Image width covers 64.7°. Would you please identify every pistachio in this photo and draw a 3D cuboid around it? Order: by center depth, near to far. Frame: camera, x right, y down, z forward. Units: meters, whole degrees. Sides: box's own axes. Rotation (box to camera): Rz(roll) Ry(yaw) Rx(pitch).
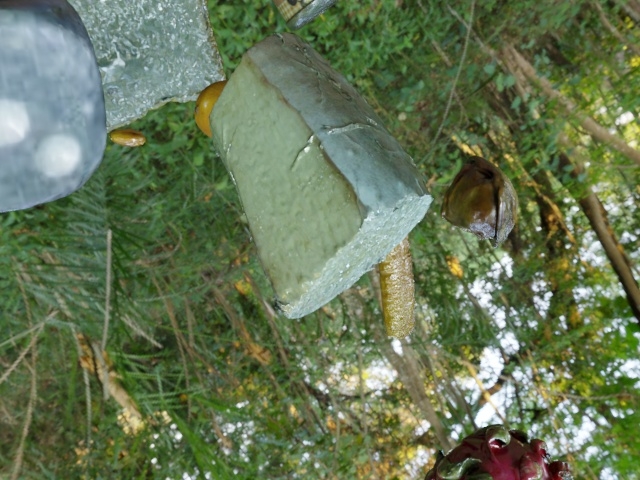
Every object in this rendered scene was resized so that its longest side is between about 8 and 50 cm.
[{"bbox_3d":[0.278,-0.065,0.880,0.131,0.165,0.210,-20,-175,1],"label":"pistachio"}]

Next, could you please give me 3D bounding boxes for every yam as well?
[{"bbox_3d":[-0.012,-0.085,0.589,0.202,0.271,0.201,-45,163,29],"label":"yam"}]

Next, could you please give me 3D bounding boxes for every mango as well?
[{"bbox_3d":[-0.106,-0.189,0.734,0.165,0.089,0.115,3,-170,28],"label":"mango"},{"bbox_3d":[-0.716,-0.384,1.880,0.127,0.063,0.077,3,177,-12],"label":"mango"}]

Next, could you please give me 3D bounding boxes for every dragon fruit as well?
[{"bbox_3d":[0.267,0.417,0.818,0.218,0.198,0.272,-58,173,-46],"label":"dragon fruit"}]

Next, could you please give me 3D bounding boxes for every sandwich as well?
[{"bbox_3d":[-0.322,-0.326,0.842,0.301,0.099,0.271,-23,144,-10],"label":"sandwich"}]

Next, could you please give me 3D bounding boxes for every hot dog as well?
[{"bbox_3d":[0.167,0.087,1.093,0.068,0.288,0.083,13,-148,39],"label":"hot dog"}]

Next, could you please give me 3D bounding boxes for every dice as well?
[{"bbox_3d":[-0.321,-0.139,0.468,0.182,0.181,0.183,-24,137,-40],"label":"dice"}]

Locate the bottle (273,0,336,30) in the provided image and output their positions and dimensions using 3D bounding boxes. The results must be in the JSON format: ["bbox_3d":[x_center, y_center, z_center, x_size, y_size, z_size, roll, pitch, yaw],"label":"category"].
[{"bbox_3d":[-0.085,-0.548,0.962,0.143,0.271,0.156,-18,-154,44],"label":"bottle"}]
